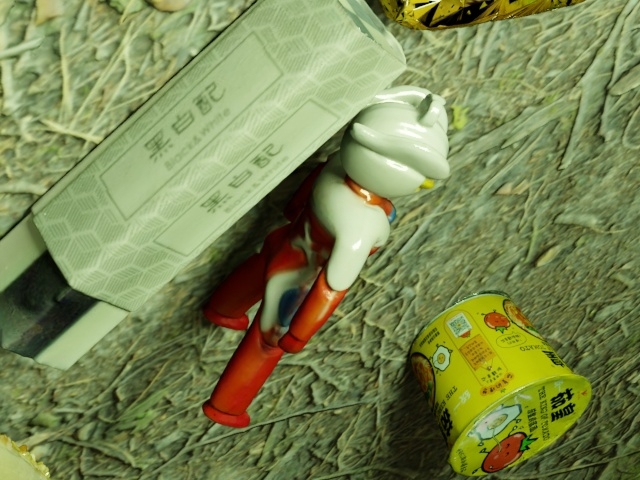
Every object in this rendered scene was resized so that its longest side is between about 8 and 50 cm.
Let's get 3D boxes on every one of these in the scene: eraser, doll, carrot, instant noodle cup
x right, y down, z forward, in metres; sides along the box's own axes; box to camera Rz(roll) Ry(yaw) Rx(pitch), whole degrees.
[{"bbox_3d":[-0.115,-0.058,1.517,0.404,0.096,0.098,-42,149,13],"label":"eraser"},{"bbox_3d":[0.000,0.000,1.629,0.099,0.188,0.384,19,133,-21],"label":"doll"},{"bbox_3d":[0.150,-0.220,1.568,0.228,0.069,0.069,-12,143,-34],"label":"carrot"},{"bbox_3d":[0.190,0.155,2.052,0.182,0.144,0.182,-23,149,-15],"label":"instant noodle cup"}]

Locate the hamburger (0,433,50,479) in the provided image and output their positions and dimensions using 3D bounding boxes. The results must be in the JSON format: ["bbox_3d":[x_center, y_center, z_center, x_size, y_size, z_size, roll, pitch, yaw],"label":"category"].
[{"bbox_3d":[-0.378,0.284,1.669,0.302,0.170,0.302,-10,130,-13],"label":"hamburger"}]
